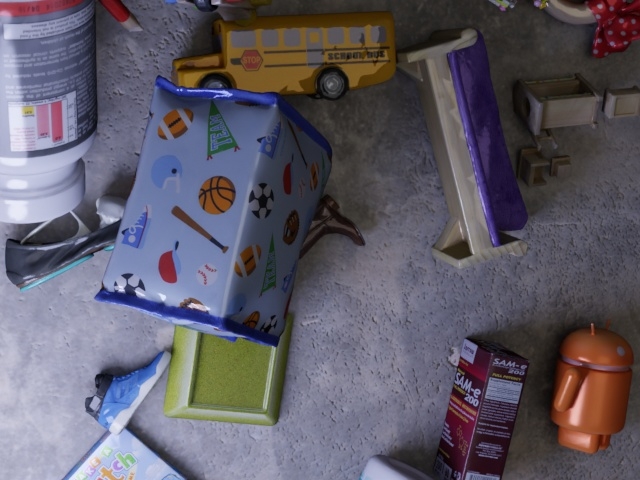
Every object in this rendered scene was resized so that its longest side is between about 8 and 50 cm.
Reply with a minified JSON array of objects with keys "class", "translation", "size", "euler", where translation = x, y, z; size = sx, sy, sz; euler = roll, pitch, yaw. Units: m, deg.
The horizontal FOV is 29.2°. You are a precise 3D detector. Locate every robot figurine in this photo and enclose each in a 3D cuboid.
[{"class":"robot figurine","translation":[0.453,0.241,2.047],"size":[0.158,0.128,0.219],"euler":[5,96,-14]}]

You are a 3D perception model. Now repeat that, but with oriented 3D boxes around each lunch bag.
[{"class":"lunch bag","translation":[-0.125,-0.022,1.748],"size":[0.239,0.385,0.327],"euler":[13,85,21]}]

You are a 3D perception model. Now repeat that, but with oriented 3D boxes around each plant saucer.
[{"class":"plant saucer","translation":[-0.142,0.201,1.937],"size":[0.188,0.045,0.188],"euler":[7,96,-15]}]

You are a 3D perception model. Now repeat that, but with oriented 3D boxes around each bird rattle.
[{"class":"bird rattle","translation":[0.441,-0.423,1.982],"size":[0.207,0.143,0.253],"euler":[3,110,-3]}]

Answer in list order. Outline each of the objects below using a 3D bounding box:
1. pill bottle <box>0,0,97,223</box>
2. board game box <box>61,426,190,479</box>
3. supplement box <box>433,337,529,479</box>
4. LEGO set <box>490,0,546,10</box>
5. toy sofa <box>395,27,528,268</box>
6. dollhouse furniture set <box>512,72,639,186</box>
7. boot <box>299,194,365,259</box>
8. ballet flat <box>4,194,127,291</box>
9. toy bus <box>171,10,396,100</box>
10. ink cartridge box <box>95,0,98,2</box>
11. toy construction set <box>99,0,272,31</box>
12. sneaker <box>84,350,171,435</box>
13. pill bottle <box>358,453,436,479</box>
[{"class":"pill bottle","translation":[-0.410,-0.219,1.674],"size":[0.210,0.210,0.362],"euler":[-4,124,-14]},{"class":"board game box","translation":[-0.294,0.409,1.931],"size":[0.211,0.039,0.160],"euler":[43,86,-14]},{"class":"supplement box","translation":[0.261,0.291,2.006],"size":[0.073,0.130,0.239],"euler":[12,94,-15]},{"class":"LEGO set","translation":[0.325,-0.410,1.891],"size":[0.287,0.107,0.132],"euler":[11,114,9]},{"class":"toy sofa","translation":[0.234,-0.151,1.929],"size":[0.177,0.150,0.362],"euler":[-17,101,-10]},{"class":"dollhouse furniture set","translation":[0.413,-0.185,2.017],"size":[0.182,0.101,0.161],"euler":[-7,124,-14]},{"class":"boot","translation":[0.000,0.000,1.948],"size":[0.114,0.037,0.106],"euler":[-41,92,-9]},{"class":"ballet flat","translation":[-0.340,-0.012,1.836],"size":[0.280,0.095,0.096],"euler":[-20,93,-11]},{"class":"toy bus","translation":[-0.058,-0.274,1.859],"size":[0.333,0.108,0.130],"euler":[-5,99,-13]},{"class":"ink cartridge box","translation":[-0.261,-0.493,1.768],"size":[0.333,0.065,0.165],"euler":[-38,135,-8]},{"class":"toy construction set","translation":[-0.151,-0.383,1.756],"size":[0.309,0.237,0.257],"euler":[-23,67,7]},{"class":"sneaker","translation":[-0.301,0.216,1.891],"size":[0.085,0.058,0.152],"euler":[35,73,2]},{"class":"pill bottle","translation":[0.090,0.492,1.983],"size":[0.146,0.146,0.264],"euler":[26,91,-16]}]
